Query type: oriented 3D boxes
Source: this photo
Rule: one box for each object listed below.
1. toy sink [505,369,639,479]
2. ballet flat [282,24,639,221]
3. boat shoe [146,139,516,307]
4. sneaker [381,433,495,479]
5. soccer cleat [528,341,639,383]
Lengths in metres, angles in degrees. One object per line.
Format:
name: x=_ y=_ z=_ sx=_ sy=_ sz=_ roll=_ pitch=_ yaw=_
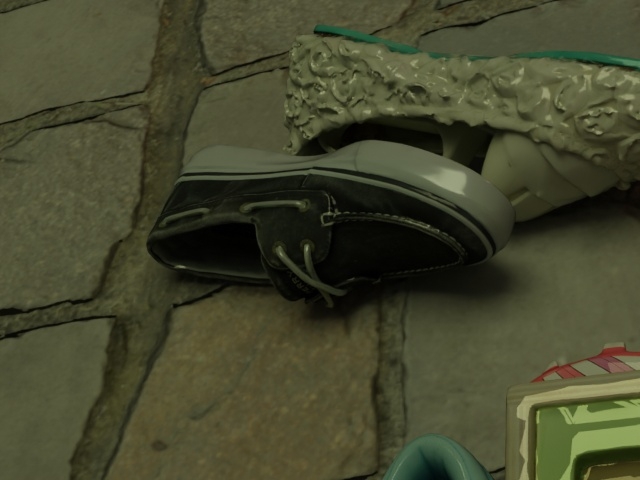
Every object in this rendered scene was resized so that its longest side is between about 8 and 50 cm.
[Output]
toy sink: x=0.185 y=0.196 z=0.800 sx=0.153 sy=0.131 sz=0.234 roll=-8 pitch=54 yaw=22
ballet flat: x=0.131 y=-0.083 z=1.202 sx=0.409 sy=0.147 sz=0.147 roll=13 pitch=52 yaw=40
boat shoe: x=0.000 y=0.000 z=1.178 sx=0.335 sy=0.121 sz=0.119 roll=2 pitch=53 yaw=44
sneaker: x=0.029 y=0.252 z=0.800 sx=0.135 sy=0.150 sz=0.366 roll=-14 pitch=30 yaw=23
soccer cleat: x=0.239 y=0.120 z=0.940 sx=0.248 sy=0.083 sz=0.095 roll=-4 pitch=48 yaw=19
